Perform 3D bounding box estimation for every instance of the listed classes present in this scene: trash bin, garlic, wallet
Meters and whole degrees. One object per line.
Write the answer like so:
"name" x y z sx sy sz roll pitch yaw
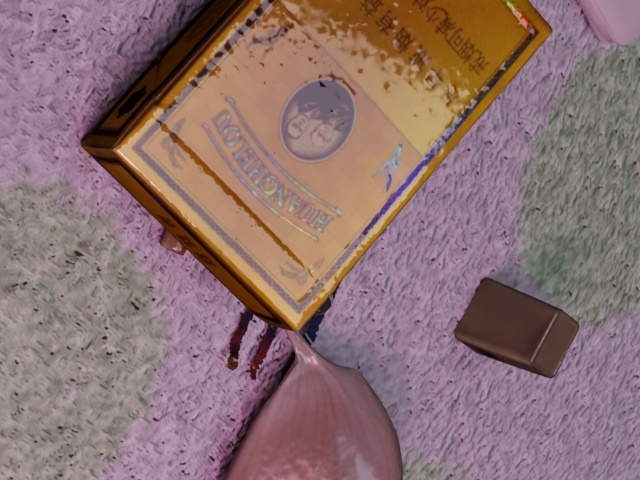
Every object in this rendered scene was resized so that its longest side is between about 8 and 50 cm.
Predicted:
"trash bin" 0.168 0.075 1.420 0.043 0.092 0.061 35 80 -38
"garlic" 0.002 0.171 1.322 0.148 0.128 0.267 22 82 -58
"wallet" 0.239 -0.251 1.419 0.095 0.033 0.190 -46 126 -17

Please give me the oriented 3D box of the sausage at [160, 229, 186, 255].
"sausage" -0.078 -0.050 1.231 0.024 0.024 0.132 35 81 -40

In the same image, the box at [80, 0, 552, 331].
"box" 0.002 -0.111 1.201 0.193 0.084 0.301 45 76 -21

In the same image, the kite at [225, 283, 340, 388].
"kite" -0.001 0.000 1.313 0.141 0.015 0.245 29 84 -43
